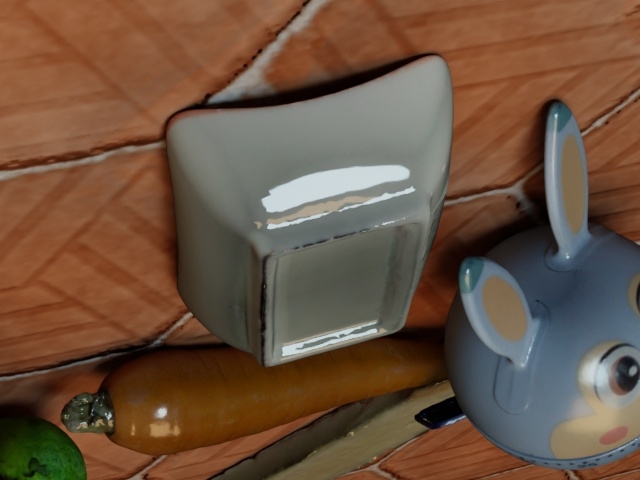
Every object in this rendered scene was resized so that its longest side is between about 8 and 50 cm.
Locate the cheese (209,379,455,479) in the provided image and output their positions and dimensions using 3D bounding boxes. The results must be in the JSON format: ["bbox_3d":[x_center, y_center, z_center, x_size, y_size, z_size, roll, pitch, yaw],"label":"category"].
[{"bbox_3d":[-0.021,0.187,1.235,0.400,0.034,0.085,-33,147,27],"label":"cheese"}]

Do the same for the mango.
[{"bbox_3d":[-0.208,0.178,0.982,0.100,0.119,0.178,14,143,-33],"label":"mango"}]

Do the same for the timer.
[{"bbox_3d":[0.161,0.048,0.916,0.175,0.175,0.255,-14,159,-9],"label":"timer"}]

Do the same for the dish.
[{"bbox_3d":[0.000,0.000,0.813,0.151,0.077,0.212,-13,154,-10],"label":"dish"}]

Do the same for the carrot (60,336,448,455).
[{"bbox_3d":[-0.019,0.095,1.017,0.336,0.069,0.069,-6,153,-31],"label":"carrot"}]

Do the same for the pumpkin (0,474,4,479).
[{"bbox_3d":[-0.285,0.168,0.825,0.250,0.216,0.250,11,169,2],"label":"pumpkin"}]

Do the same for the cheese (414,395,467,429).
[{"bbox_3d":[0.185,0.087,1.094,0.244,0.062,0.155,-20,-179,-7],"label":"cheese"}]
